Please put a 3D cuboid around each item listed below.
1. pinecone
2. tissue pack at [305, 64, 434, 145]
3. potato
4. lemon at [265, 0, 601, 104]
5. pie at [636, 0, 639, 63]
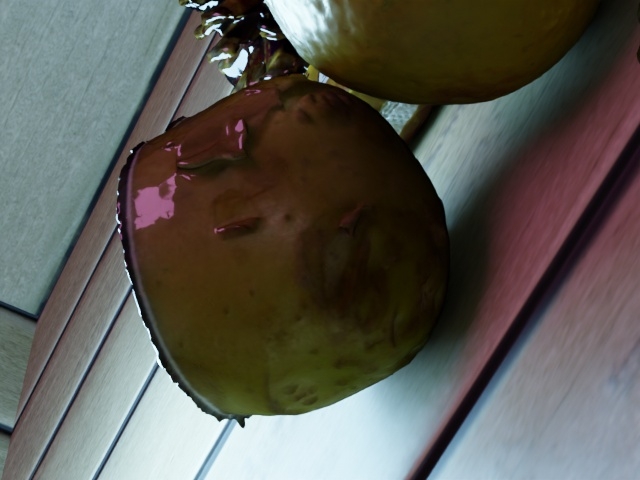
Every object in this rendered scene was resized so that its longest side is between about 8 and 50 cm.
[{"bbox_3d":[-0.025,-0.249,1.517,0.243,0.244,0.257,150,116,-67],"label":"pinecone"},{"bbox_3d":[0.051,-0.147,1.347,0.183,0.092,0.226,-87,23,-54],"label":"tissue pack"},{"bbox_3d":[0.000,0.000,1.116,0.299,0.196,0.246,-48,-55,-74],"label":"potato"},{"bbox_3d":[0.074,-0.208,1.047,0.267,0.267,0.267,-58,16,28],"label":"lemon"},{"bbox_3d":[0.244,-0.184,0.726,0.277,0.079,0.277,-56,19,30],"label":"pie"}]
